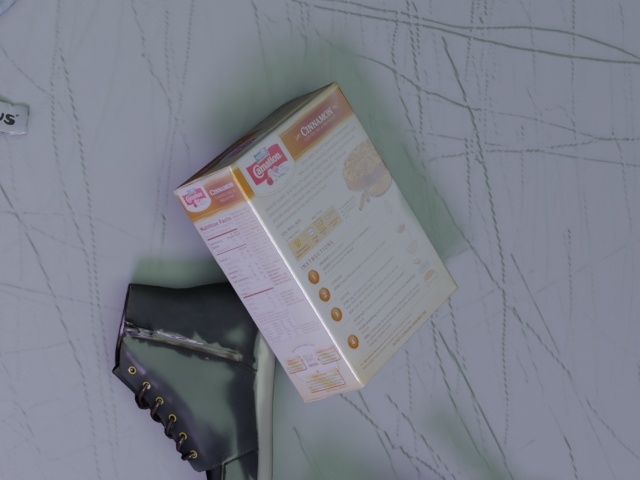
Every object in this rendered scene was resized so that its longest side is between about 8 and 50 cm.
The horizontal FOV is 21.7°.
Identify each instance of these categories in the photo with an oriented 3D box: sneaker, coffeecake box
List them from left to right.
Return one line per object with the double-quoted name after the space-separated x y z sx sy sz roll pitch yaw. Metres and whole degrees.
-0.098 0.140 1.237 0.118 0.083 0.222 4 82 -12 "sneaker"
0.000 0.000 1.224 0.142 0.068 0.185 -42 105 -44 "coffeecake box"

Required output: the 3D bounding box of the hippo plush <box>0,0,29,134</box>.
-0.321 -0.094 1.070 0.294 0.236 0.234 5 91 -16 "hippo plush"
